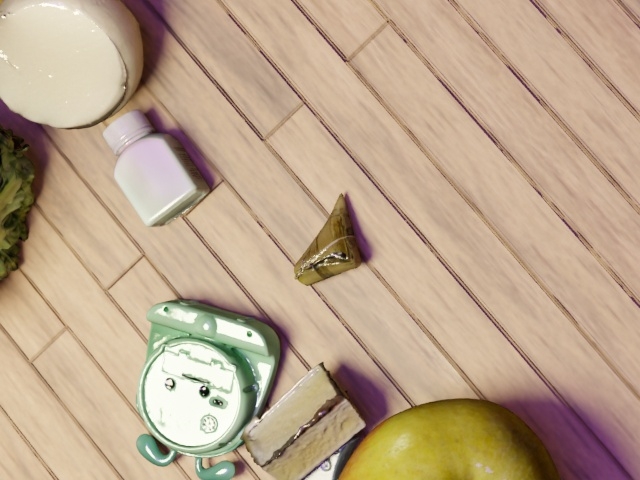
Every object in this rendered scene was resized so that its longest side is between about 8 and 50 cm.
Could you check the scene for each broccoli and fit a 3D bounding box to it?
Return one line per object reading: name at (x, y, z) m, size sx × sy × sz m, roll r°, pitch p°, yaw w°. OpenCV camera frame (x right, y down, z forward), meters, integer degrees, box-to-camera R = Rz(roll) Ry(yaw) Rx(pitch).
broccoli at (-0.431, -0.031, 1.768) m, size 0.180 × 0.273 × 0.242 m, roll 17°, pitch 98°, yaw 12°

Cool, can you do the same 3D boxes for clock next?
clock at (-0.129, 0.165, 1.796) m, size 0.148 × 0.060 × 0.189 m, roll 13°, pitch 95°, yaw 16°

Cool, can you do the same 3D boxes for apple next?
apple at (0.127, 0.285, 1.634) m, size 0.260 × 0.194 × 0.261 m, roll 2°, pitch 74°, yaw -7°

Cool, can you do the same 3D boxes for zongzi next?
zongzi at (0.000, 0.000, 1.769) m, size 0.076 × 0.040 × 0.083 m, roll -22°, pitch 73°, yaw 22°

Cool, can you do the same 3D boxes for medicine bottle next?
medicine bottle at (-0.185, -0.081, 1.810) m, size 0.074 × 0.055 × 0.118 m, roll -37°, pitch 82°, yaw 15°

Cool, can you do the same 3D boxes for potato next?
potato at (-0.018, 0.196, 1.740) m, size 0.122 × 0.086 × 0.061 m, roll -42°, pitch 121°, yaw 6°

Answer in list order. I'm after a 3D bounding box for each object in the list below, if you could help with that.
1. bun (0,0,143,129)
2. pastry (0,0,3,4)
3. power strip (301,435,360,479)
bun at (-0.270, -0.212, 1.798) m, size 0.172 × 0.120 × 0.173 m, roll 5°, pitch 124°, yaw 8°
pastry at (-0.370, -0.328, 1.848) m, size 0.153 × 0.081 × 0.153 m, roll 0°, pitch 90°, yaw 12°
power strip at (0.031, 0.325, 1.759) m, size 0.137 × 0.044 × 0.216 m, roll -28°, pitch 82°, yaw 15°
